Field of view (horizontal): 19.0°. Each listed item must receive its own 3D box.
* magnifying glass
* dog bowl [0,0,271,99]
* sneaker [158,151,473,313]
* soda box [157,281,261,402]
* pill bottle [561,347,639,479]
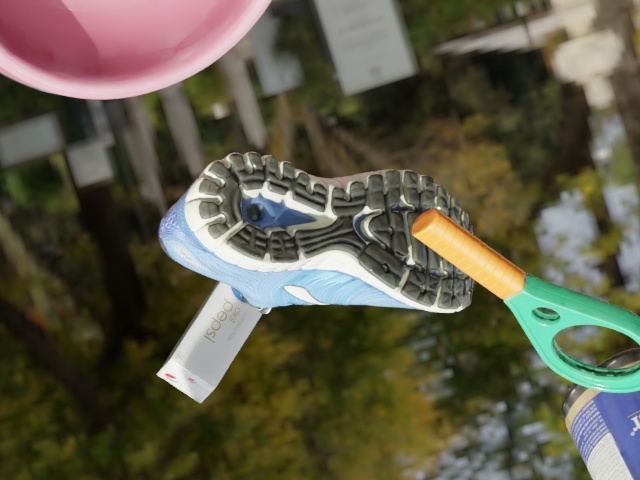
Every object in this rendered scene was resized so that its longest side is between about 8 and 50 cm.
[{"bbox_3d":[0.164,0.046,1.435,0.092,0.231,0.026,-30,-146,48],"label":"magnifying glass"},{"bbox_3d":[-0.198,-0.308,1.719,0.408,0.408,0.150,-19,-148,-16],"label":"dog bowl"},{"bbox_3d":[0.000,0.000,1.753,0.330,0.130,0.147,14,160,-31],"label":"sneaker"},{"bbox_3d":[-0.116,0.094,2.403,0.216,0.069,0.074,-59,-174,-27],"label":"soda box"},{"bbox_3d":[0.307,0.211,1.667,0.123,0.219,0.123,-16,145,-12],"label":"pill bottle"}]
